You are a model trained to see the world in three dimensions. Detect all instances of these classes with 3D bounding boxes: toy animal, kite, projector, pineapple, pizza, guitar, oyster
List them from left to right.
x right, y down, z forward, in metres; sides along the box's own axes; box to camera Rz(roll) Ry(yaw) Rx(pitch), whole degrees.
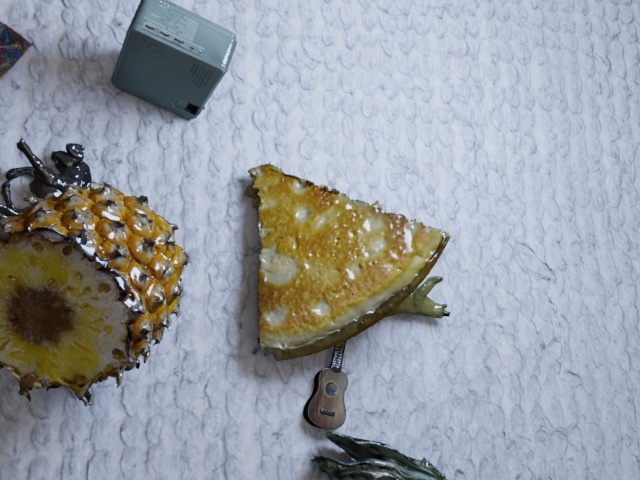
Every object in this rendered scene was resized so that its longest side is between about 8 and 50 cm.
[{"bbox_3d":[-0.635,-0.369,1.469,0.159,0.010,0.190,-9,79,-22],"label":"kite"},{"bbox_3d":[-0.510,-0.087,1.408,0.148,0.084,0.233,21,66,-18],"label":"toy animal"},{"bbox_3d":[-0.396,0.068,1.267,0.352,0.300,0.353,2,107,7],"label":"pineapple"},{"bbox_3d":[-0.282,-0.348,1.471,0.191,0.256,0.099,23,69,-16],"label":"projector"},{"bbox_3d":[0.000,0.000,1.559,0.439,0.130,0.406,-32,74,-6],"label":"pizza"},{"bbox_3d":[0.031,0.248,1.567,0.083,0.038,0.271,18,73,-18],"label":"guitar"},{"bbox_3d":[0.148,0.479,1.487,0.351,0.162,0.158,37,86,-8],"label":"oyster"},{"bbox_3d":[0.176,0.123,1.642,0.218,0.103,0.101,-3,97,-25],"label":"toy animal"}]
